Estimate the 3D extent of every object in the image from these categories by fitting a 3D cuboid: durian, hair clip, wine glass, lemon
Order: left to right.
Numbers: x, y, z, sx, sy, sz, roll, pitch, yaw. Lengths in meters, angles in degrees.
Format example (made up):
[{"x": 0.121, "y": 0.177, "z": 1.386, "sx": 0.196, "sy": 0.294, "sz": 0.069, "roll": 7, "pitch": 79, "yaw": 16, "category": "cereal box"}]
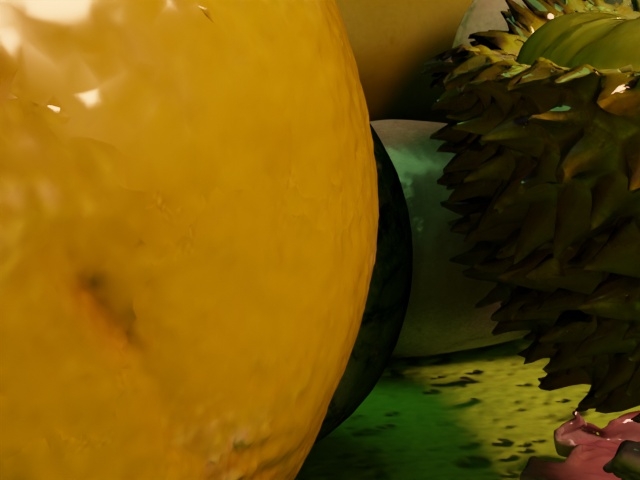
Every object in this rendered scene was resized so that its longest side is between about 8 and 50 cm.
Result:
[{"x": -0.152, "y": -0.006, "z": 0.587, "sx": 0.348, "sy": 0.347, "sz": 0.348, "roll": 1, "pitch": 13, "yaw": 0, "category": "lemon"}, {"x": 0.000, "y": 0.000, "z": 0.999, "sx": 0.241, "sy": 0.126, "sz": 0.126, "roll": -2, "pitch": 14, "yaw": -11, "category": "wine glass"}, {"x": 0.139, "y": -0.028, "z": 0.798, "sx": 0.169, "sy": 0.158, "sz": 0.352, "roll": -25, "pitch": 11, "yaw": -10, "category": "durian"}, {"x": 0.152, "y": 0.096, "z": 0.782, "sx": 0.146, "sy": 0.056, "sz": 0.187, "roll": 5, "pitch": 5, "yaw": 24, "category": "hair clip"}]

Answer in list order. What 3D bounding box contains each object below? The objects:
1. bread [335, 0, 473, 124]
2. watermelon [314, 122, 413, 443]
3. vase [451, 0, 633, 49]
[{"x": -0.040, "y": -0.157, "z": 1.478, "sx": 0.377, "sy": 0.208, "sz": 0.251, "roll": -9, "pitch": 23, "yaw": -35, "category": "bread"}, {"x": -0.057, "y": 0.002, "z": 0.841, "sx": 0.188, "sy": 0.188, "sz": 0.215, "roll": -4, "pitch": 17, "yaw": -18, "category": "watermelon"}, {"x": 0.209, "y": -0.088, "z": 1.163, "sx": 0.250, "sy": 0.249, "sz": 0.445, "roll": -1, "pitch": 8, "yaw": -9, "category": "vase"}]
